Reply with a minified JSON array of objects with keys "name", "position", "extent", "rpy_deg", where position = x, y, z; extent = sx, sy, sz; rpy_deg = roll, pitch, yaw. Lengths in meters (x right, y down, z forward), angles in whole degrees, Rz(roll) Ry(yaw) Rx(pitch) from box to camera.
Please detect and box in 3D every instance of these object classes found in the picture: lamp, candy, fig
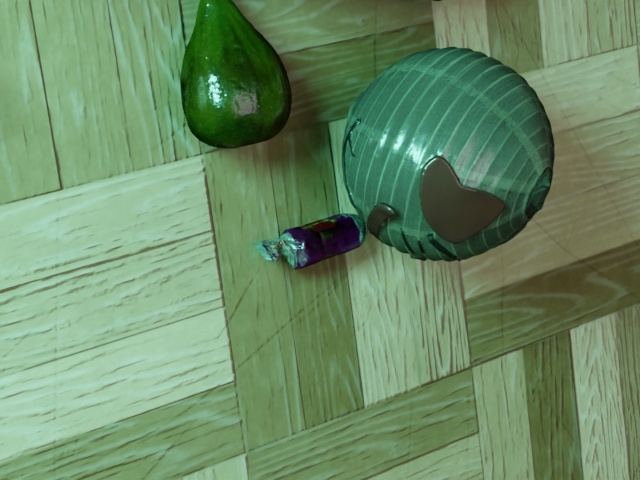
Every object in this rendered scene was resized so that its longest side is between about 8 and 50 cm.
[{"name":"lamp","position":[0.141,-0.089,1.782],"extent":[0.265,0.233,0.233],"rpy_deg":[-3,99,-61]},{"name":"candy","position":[0.000,0.000,1.812],"extent":[0.175,0.045,0.043],"rpy_deg":[-17,112,-35]},{"name":"fig","position":[-0.095,-0.181,1.686],"extent":[0.117,0.117,0.177],"rpy_deg":[-15,89,-35]}]
